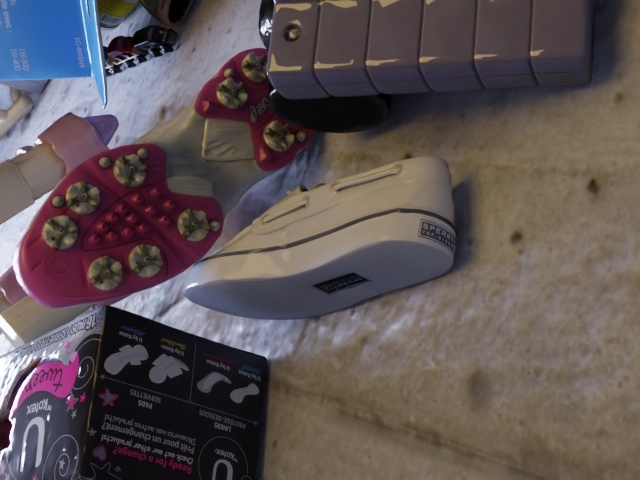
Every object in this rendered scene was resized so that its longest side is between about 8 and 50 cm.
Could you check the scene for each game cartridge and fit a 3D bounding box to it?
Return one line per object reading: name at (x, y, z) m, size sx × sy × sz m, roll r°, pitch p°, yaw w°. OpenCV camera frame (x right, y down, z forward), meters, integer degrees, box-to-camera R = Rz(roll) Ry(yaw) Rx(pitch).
game cartridge at (0.091, -0.273, 0.975) m, size 0.230 × 0.068 × 0.355 m, roll -3°, pitch 69°, yaw 23°

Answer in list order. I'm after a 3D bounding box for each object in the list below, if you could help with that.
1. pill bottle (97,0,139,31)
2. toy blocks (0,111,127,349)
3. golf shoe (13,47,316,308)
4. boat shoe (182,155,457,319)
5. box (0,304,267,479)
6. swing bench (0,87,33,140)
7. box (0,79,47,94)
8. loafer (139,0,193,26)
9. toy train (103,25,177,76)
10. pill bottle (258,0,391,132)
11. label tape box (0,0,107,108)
pill bottle at (-0.212, -0.283, 1.474) m, size 0.116 × 0.065 × 0.065 m, roll -40°, pitch 45°, yaw 35°
toy blocks at (-0.294, -0.074, 1.329) m, size 0.260 × 0.309 × 0.288 m, roll -37°, pitch 12°, yaw -29°
golf shoe at (-0.128, -0.034, 1.117) m, size 0.306 × 0.115 × 0.140 m, roll -39°, pitch 3°, yaw -33°
boat shoe at (0.000, 0.000, 1.039) m, size 0.258 × 0.095 × 0.084 m, roll -13°, pitch 59°, yaw 39°
box at (-0.183, 0.167, 1.126) m, size 0.247 × 0.163 × 0.142 m, roll -25°, pitch 53°, yaw 46°
swing bench at (-0.500, -0.171, 1.731) m, size 0.254 × 0.165 × 0.253 m, roll -54°, pitch 38°, yaw 30°
box at (-0.405, -0.264, 1.654) m, size 0.038 × 0.145 × 0.186 m, roll -53°, pitch 37°, yaw 32°
loafer at (-0.103, -0.326, 1.345) m, size 0.267 × 0.096 × 0.084 m, roll -53°, pitch 58°, yaw 34°
toy train at (-0.203, -0.199, 1.445) m, size 0.158 × 0.036 × 0.027 m, roll -10°, pitch 66°, yaw 52°
pill bottle at (0.016, -0.202, 1.074) m, size 0.123 × 0.123 × 0.219 m, roll -17°, pitch 61°, yaw 49°
label tape box at (-0.332, -0.311, 1.437) m, size 0.347 × 0.115 × 0.249 m, roll -126°, pitch 26°, yaw -46°
